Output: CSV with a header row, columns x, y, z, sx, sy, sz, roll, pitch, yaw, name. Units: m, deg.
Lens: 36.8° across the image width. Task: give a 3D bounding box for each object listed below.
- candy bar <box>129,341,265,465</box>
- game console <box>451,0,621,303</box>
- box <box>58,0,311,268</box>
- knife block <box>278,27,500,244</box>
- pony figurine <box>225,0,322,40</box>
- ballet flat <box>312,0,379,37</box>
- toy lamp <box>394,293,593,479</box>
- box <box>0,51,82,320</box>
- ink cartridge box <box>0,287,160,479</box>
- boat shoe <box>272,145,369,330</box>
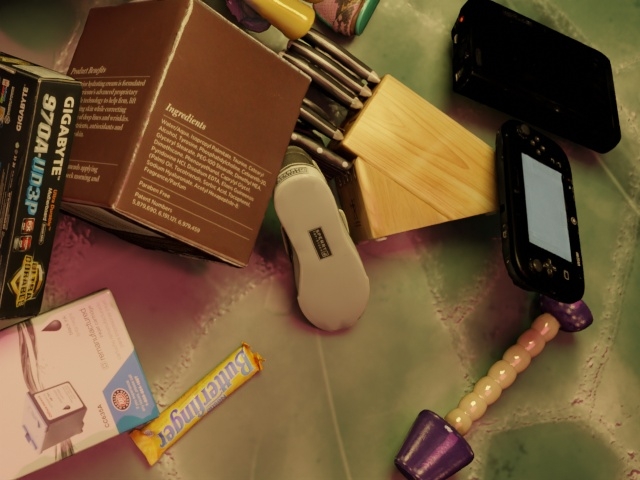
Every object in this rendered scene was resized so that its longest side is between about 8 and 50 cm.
x,y,z,sx,sy,sz,roll,pitch,yaw,name
-0.127,0.168,1.015,0.161,0.018,0.040,-39,97,-13,candy bar
0.243,-0.096,1.042,0.213,0.044,0.362,17,56,-23,game console
-0.146,-0.100,0.922,0.167,0.168,0.203,27,78,-43,box
0.079,-0.126,1.053,0.275,0.088,0.242,-12,90,-15,knife block
-0.145,-0.334,0.909,0.363,0.351,0.303,27,83,-31,pony figurine
0.067,-0.327,1.079,0.079,0.077,0.222,34,78,9,ballet flat
0.191,0.164,1.071,0.274,0.080,0.080,-42,97,-14,toy lamp
-0.309,-0.059,0.876,0.051,0.175,0.220,-4,112,-54,box
-0.273,0.146,0.945,0.190,0.082,0.140,-23,92,-17,ink cartridge box
0.000,0.000,1.007,0.077,0.070,0.219,-14,128,0,boat shoe
